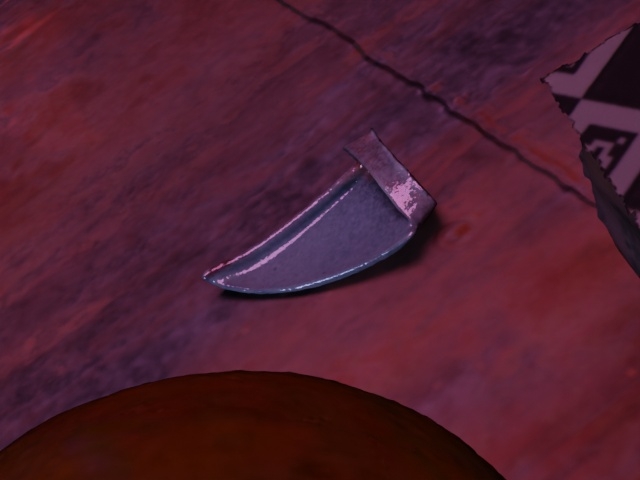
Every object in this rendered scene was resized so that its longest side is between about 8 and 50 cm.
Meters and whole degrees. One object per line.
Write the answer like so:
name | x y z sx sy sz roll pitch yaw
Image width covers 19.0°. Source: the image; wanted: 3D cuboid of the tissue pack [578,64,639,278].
tissue pack | 0.313 0.004 0.688 0.287 0.162 0.388 -34 39 -5

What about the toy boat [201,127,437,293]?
toy boat | 0.000 0.000 1.009 0.122 0.034 0.096 -40 38 1

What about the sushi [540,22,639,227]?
sushi | 0.206 -0.074 0.678 0.231 0.047 0.219 -30 39 5

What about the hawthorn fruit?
hawthorn fruit | -0.028 0.168 0.658 0.268 0.267 0.301 -24 36 8
